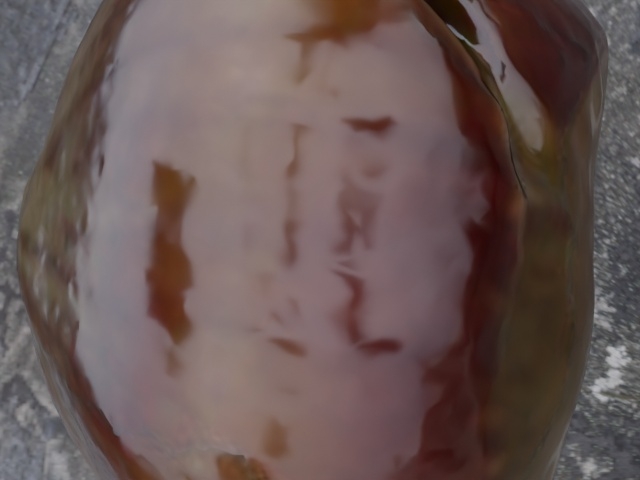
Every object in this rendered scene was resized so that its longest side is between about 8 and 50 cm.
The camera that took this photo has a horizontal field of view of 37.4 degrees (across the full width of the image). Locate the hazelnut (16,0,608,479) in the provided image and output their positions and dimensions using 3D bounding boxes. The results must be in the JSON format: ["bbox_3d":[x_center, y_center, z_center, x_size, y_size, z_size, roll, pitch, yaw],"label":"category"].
[{"bbox_3d":[0.000,0.000,0.559,0.359,0.359,0.409,-4,85,33],"label":"hazelnut"}]
